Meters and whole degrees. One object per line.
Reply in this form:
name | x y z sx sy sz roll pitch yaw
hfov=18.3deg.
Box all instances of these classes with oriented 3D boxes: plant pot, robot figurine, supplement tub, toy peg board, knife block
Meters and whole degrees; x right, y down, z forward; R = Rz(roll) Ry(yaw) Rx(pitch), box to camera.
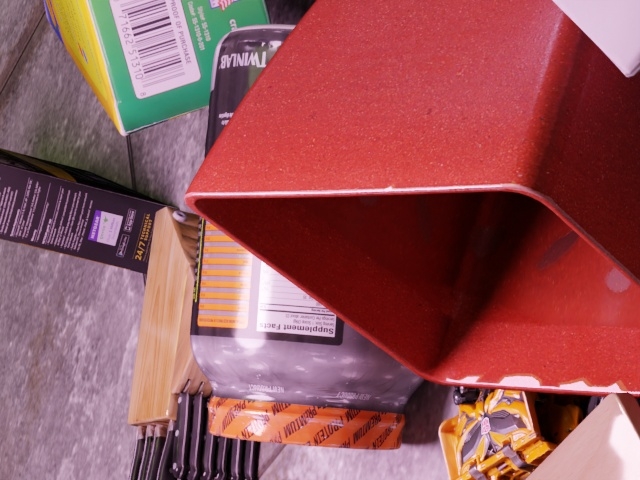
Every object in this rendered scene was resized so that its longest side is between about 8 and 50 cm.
plant pot | 0.128 -0.067 1.205 0.267 0.267 0.236 0 62 44
robot figurine | 0.139 0.059 1.391 0.211 0.085 0.291 -43 41 49
supplement tub | 0.000 0.000 1.551 0.193 0.193 0.316 0 84 63
toy peg board | 0.199 0.203 1.236 0.161 0.079 0.160 -53 50 39
knife block | -0.127 0.137 1.870 0.242 0.088 0.276 -62 30 25

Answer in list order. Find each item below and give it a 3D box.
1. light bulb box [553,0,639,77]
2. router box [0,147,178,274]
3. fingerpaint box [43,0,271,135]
light bulb box | 0.170 -0.334 1.062 0.225 0.361 0.358 -49 -7 39
router box | -0.324 -0.047 2.175 0.309 0.243 0.081 21 96 64
fingerpaint box | -0.196 -0.370 1.766 0.371 0.163 0.445 -130 23 -63
